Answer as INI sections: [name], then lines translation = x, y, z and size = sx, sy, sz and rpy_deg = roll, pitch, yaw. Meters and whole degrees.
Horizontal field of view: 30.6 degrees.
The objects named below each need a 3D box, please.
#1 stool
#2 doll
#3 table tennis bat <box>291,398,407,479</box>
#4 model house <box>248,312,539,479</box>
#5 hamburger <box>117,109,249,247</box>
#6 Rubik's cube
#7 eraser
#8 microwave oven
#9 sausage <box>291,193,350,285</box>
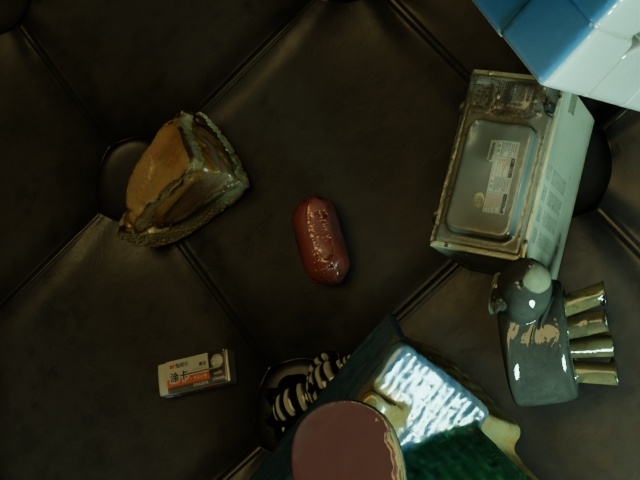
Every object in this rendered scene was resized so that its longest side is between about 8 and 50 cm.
[stool]
translation = 0.289, 0.117, 1.445
size = 0.139, 0.228, 0.153
rpy_deg = -10, 65, 14
[doll]
translation = -0.007, 0.214, 1.623
size = 0.219, 0.067, 0.091
rpy_deg = -34, 66, 43
[table tennis bat]
translation = 0.037, 0.289, 1.260
size = 0.131, 0.022, 0.235
rpy_deg = -14, 80, 21
[model house]
translation = 0.114, 0.333, 1.395
size = 0.382, 0.342, 0.335
rpy_deg = 42, 94, 29
[hamburger]
translation = -0.223, -0.086, 1.817
size = 0.208, 0.135, 0.155
rpy_deg = -48, 44, 22
[Rubik's cube]
translation = 0.366, -0.370, 1.459
size = 0.290, 0.291, 0.292
rpy_deg = -50, 55, 29
[eraser]
translation = -0.185, 0.200, 1.754
size = 0.122, 0.029, 0.052
rpy_deg = -14, 69, 21
[microwave oven]
translation = 0.249, -0.082, 1.536
size = 0.145, 0.194, 0.241
rpy_deg = 11, 82, 31
[sausage]
translation = 0.000, 0.000, 1.697
size = 0.076, 0.076, 0.141
rpy_deg = -22, 70, 19
